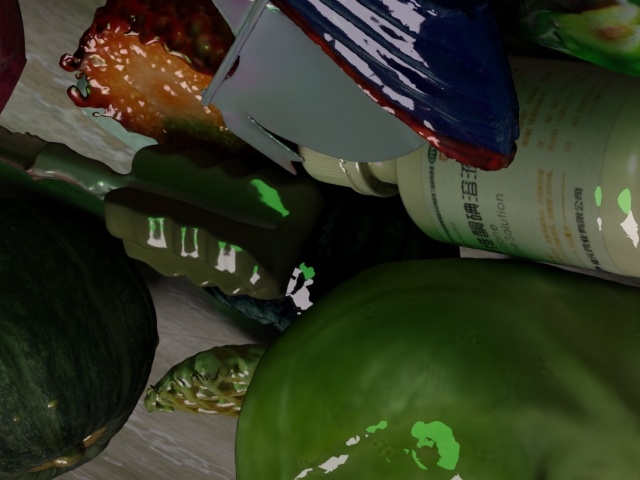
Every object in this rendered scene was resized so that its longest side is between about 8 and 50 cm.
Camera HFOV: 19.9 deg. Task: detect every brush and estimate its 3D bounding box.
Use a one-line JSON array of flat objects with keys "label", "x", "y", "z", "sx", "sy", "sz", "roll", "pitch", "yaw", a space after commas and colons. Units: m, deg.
[{"label": "brush", "x": -0.133, "y": -0.034, "z": 1.174, "sx": 0.301, "sy": 0.084, "sz": 0.071, "roll": 17, "pitch": 156, "yaw": 31}]

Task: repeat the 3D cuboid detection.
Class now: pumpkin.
[{"label": "pumpkin", "x": 0.000, "y": 0.000, "z": 1.248, "sx": 0.202, "sy": 0.140, "sz": 0.202, "roll": 22, "pitch": 175, "yaw": 2}, {"label": "pumpkin", "x": -0.307, "y": 0.103, "z": 1.650, "sx": 0.257, "sy": 0.291, "sz": 0.327, "roll": 61, "pitch": 142, "yaw": 11}]

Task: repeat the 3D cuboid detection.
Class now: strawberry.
[{"label": "strawberry", "x": -0.083, "y": -0.110, "z": 1.145, "sx": 0.145, "sy": 0.086, "sz": 0.145, "roll": 21, "pitch": 160, "yaw": 8}]

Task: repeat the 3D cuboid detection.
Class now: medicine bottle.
[{"label": "medicine bottle", "x": 0.102, "y": -0.050, "z": 1.035, "sx": 0.252, "sy": 0.114, "sz": 0.114, "roll": 11, "pitch": 156, "yaw": 37}]

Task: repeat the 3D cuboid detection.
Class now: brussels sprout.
[{"label": "brussels sprout", "x": 0.103, "y": 0.145, "z": 1.094, "sx": 0.328, "sy": 0.247, "sz": 0.328, "roll": 17, "pitch": 156, "yaw": 8}]

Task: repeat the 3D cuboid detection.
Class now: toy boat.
[{"label": "toy boat", "x": 0.007, "y": -0.086, "z": 0.931, "sx": 0.219, "sy": 0.072, "sz": 0.318, "roll": 34, "pitch": 156, "yaw": 19}]

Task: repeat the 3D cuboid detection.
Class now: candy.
[{"label": "candy", "x": 0.098, "y": -0.150, "z": 0.852, "sx": 0.203, "sy": 0.078, "sz": 0.141, "roll": 32, "pitch": 153, "yaw": 26}]

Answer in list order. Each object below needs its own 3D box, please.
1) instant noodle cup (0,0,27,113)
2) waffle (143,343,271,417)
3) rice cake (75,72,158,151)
[{"label": "instant noodle cup", "x": -0.299, "y": -0.140, "z": 1.143, "sx": 0.258, "sy": 0.302, "sz": 0.181, "roll": -13, "pitch": 166, "yaw": 9}, {"label": "waffle", "x": -0.054, "y": 0.129, "z": 1.660, "sx": 0.208, "sy": 0.054, "sz": 0.214, "roll": 5, "pitch": 163, "yaw": -24}, {"label": "rice cake", "x": -0.077, "y": -0.054, "z": 1.342, "sx": 0.245, "sy": 0.042, "sz": 0.045, "roll": 35, "pitch": 147, "yaw": -27}]
